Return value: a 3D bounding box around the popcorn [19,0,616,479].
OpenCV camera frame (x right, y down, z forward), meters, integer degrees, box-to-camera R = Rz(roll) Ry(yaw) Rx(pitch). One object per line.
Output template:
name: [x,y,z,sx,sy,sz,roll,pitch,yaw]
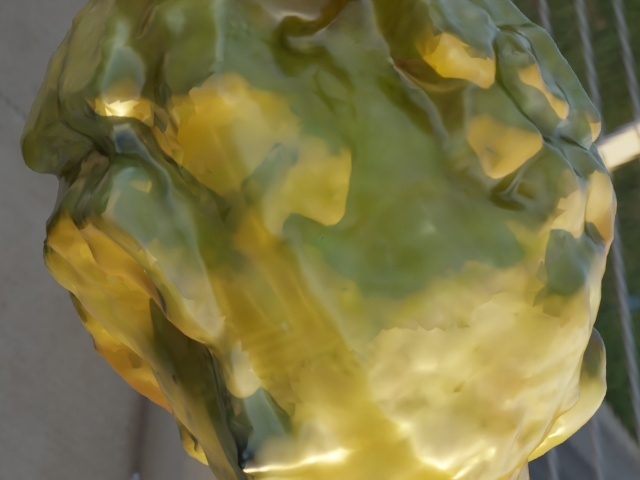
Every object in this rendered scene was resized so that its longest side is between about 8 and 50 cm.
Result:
popcorn: [0.000,0.000,0.595,0.215,0.252,0.286,-31,91,-53]
